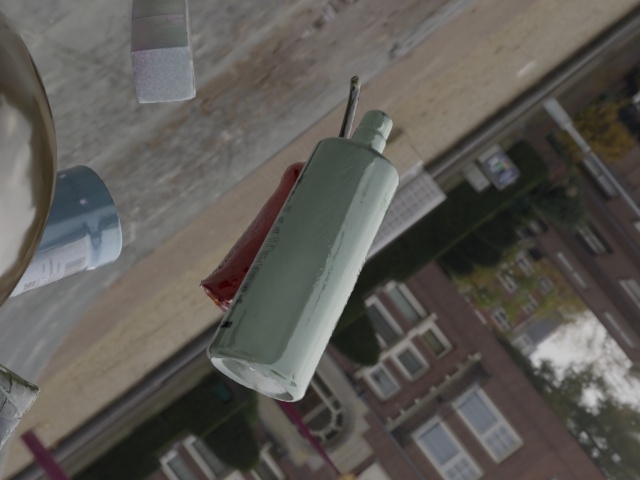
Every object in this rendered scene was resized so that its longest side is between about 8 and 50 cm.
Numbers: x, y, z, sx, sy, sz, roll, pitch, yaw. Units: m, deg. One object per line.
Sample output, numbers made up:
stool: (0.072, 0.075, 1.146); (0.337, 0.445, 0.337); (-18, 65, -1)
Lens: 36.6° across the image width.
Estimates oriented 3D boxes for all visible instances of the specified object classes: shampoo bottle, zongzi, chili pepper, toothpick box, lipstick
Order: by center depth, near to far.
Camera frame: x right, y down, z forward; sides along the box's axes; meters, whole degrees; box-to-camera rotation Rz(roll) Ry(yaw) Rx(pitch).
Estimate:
shampoo bottle: (0.000, 0.000, 0.805); (0.262, 0.085, 0.085); (-64, -173, -22)
toothpick box: (-0.270, -0.001, 0.868); (0.153, 0.101, 0.101); (-21, 167, -37)
lipstick: (-0.190, -0.262, 1.165); (0.068, 0.066, 0.317); (-6, -147, -7)
chili pepper: (-0.008, -0.032, 1.254); (0.338, 0.131, 0.134); (-53, 179, -8)
zongzi: (-0.445, 0.223, 1.287); (0.055, 0.109, 0.119); (8, -120, 39)

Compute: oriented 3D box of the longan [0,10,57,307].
longan: (-0.254, -0.028, 0.465); (0.258, 0.258, 0.258); (-37, 176, -3)
